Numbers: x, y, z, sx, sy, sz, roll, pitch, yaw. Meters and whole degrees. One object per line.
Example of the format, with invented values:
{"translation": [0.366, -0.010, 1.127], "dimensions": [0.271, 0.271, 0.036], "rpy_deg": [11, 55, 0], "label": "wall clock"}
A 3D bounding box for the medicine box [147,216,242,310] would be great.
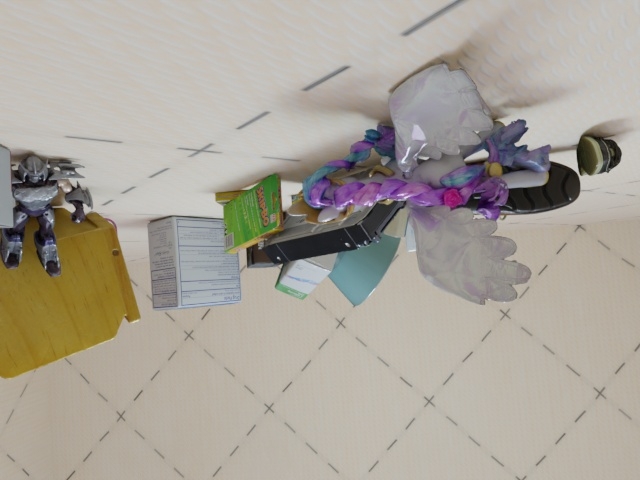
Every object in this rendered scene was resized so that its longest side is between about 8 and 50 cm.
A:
{"translation": [-0.411, 0.076, 1.743], "dimensions": [0.149, 0.289, 0.263], "rpy_deg": [-9, 173, 38], "label": "medicine box"}

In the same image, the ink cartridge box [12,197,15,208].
{"translation": [-0.713, -0.066, 0.990], "dimensions": [0.154, 0.093, 0.212], "rpy_deg": [-8, 176, 36], "label": "ink cartridge box"}

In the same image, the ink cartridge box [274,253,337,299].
{"translation": [-0.035, 0.049, 1.751], "dimensions": [0.117, 0.201, 0.278], "rpy_deg": [24, 149, -10], "label": "ink cartridge box"}

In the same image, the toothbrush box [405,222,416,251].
{"translation": [0.449, -0.034, 2.058], "dimensions": [0.216, 0.126, 0.295], "rpy_deg": [-6, -178, 16], "label": "toothbrush box"}

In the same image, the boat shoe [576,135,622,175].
{"translation": [0.557, -0.171, 1.051], "dimensions": [0.073, 0.080, 0.223], "rpy_deg": [-12, 178, 20], "label": "boat shoe"}

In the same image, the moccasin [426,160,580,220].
{"translation": [0.391, -0.111, 1.225], "dimensions": [0.380, 0.139, 0.147], "rpy_deg": [-9, 180, 23], "label": "moccasin"}

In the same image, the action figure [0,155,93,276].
{"translation": [-0.510, -0.049, 0.943], "dimensions": [0.185, 0.099, 0.285], "rpy_deg": [0, 144, -30], "label": "action figure"}

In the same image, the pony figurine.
{"translation": [0.172, -0.089, 0.784], "dimensions": [0.363, 0.303, 0.351], "rpy_deg": [-19, -167, -34], "label": "pony figurine"}

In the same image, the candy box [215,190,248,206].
{"translation": [-0.204, -0.101, 1.414], "dimensions": [0.105, 0.027, 0.206], "rpy_deg": [-2, 175, 4], "label": "candy box"}

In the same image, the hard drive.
{"translation": [0.042, -0.062, 1.137], "dimensions": [0.339, 0.064, 0.237], "rpy_deg": [-11, -148, 51], "label": "hard drive"}

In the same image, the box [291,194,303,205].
{"translation": [-0.031, -0.094, 1.503], "dimensions": [0.059, 0.054, 0.169], "rpy_deg": [-6, 174, 15], "label": "box"}

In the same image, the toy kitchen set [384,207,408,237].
{"translation": [0.222, -0.091, 1.622], "dimensions": [0.166, 0.122, 0.207], "rpy_deg": [-1, -166, -40], "label": "toy kitchen set"}

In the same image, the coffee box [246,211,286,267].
{"translation": [-0.193, 0.005, 1.835], "dimensions": [0.119, 0.168, 0.297], "rpy_deg": [-2, 174, -12], "label": "coffee box"}

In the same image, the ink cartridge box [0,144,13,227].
{"translation": [-0.566, -0.078, 0.786], "dimensions": [0.175, 0.127, 0.072], "rpy_deg": [-3, 177, -3], "label": "ink cartridge box"}

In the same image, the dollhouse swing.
{"translation": [-0.656, 0.094, 1.182], "dimensions": [0.347, 0.315, 0.305], "rpy_deg": [-20, -168, -38], "label": "dollhouse swing"}

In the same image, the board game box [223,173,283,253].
{"translation": [-0.157, -0.057, 1.235], "dimensions": [0.039, 0.124, 0.259], "rpy_deg": [5, 163, -33], "label": "board game box"}

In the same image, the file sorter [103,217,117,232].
{"translation": [-0.743, 0.034, 1.592], "dimensions": [0.202, 0.182, 0.290], "rpy_deg": [-2, 175, -37], "label": "file sorter"}

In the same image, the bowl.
{"translation": [0.124, 0.048, 1.791], "dimensions": [0.163, 0.311, 0.311], "rpy_deg": [30, 168, -8], "label": "bowl"}
